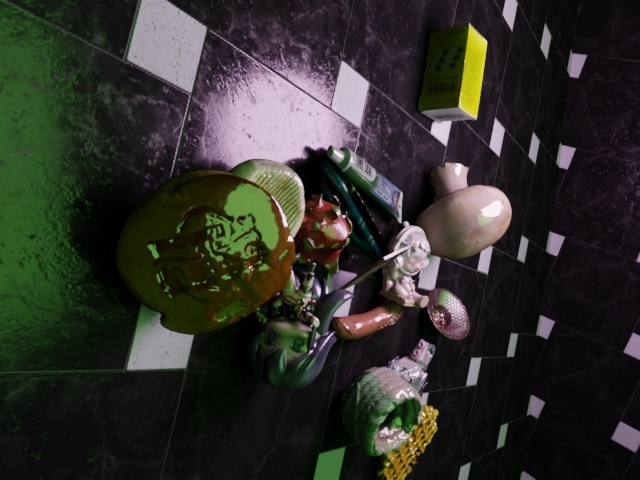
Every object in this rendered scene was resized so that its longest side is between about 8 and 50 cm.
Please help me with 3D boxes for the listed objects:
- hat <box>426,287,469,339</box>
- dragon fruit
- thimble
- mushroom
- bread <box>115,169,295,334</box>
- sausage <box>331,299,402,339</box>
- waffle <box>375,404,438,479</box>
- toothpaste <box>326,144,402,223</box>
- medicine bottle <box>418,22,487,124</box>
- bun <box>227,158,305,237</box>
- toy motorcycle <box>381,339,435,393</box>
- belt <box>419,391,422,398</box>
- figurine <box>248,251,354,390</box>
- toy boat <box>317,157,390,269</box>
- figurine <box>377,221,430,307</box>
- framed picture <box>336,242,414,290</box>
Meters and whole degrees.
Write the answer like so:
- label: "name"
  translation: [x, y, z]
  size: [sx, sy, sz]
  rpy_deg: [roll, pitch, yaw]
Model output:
- label: "hat"
  translation: [0.418, 0.266, 1.621]
  size: [0.193, 0.082, 0.193]
  rpy_deg: [19, 51, -26]
- label: "dragon fruit"
  translation: [0.002, 0.002, 1.024]
  size: [0.236, 0.135, 0.137]
  rpy_deg: [84, 12, -46]
- label: "thimble"
  translation: [0.165, 0.456, 1.261]
  size: [0.219, 0.150, 0.219]
  rpy_deg: [-17, 121, -31]
- label: "mushroom"
  translation: [0.417, -0.091, 1.446]
  size: [0.297, 0.297, 0.290]
  rpy_deg: [2, 60, -50]
- label: "bread"
  translation: [-0.181, 0.015, 0.748]
  size: [0.269, 0.148, 0.270]
  rpy_deg: [-9, 114, -20]
- label: "sausage"
  translation: [0.133, 0.218, 1.272]
  size: [0.304, 0.078, 0.078]
  rpy_deg: [-9, 104, -48]
- label: "waffle"
  translation: [0.280, 0.665, 1.521]
  size: [0.309, 0.065, 0.283]
  rpy_deg: [6, 101, -46]
- label: "toothpaste"
  translation: [0.129, -0.148, 1.204]
  size: [0.392, 0.061, 0.099]
  rpy_deg: [26, 64, -51]
- label: "medicine bottle"
  translation: [0.394, -0.490, 1.394]
  size: [0.141, 0.137, 0.250]
  rpy_deg: [6, 92, -50]
- label: "bun"
  translation: [-0.118, -0.069, 0.894]
  size: [0.183, 0.102, 0.183]
  rpy_deg: [-12, 114, -29]
- label: "toy motorcycle"
  translation: [0.255, 0.403, 1.423]
  size: [0.204, 0.108, 0.239]
  rpy_deg: [38, 68, -46]
- label: "belt"
  translation: [0.314, 0.540, 1.577]
  size: [0.083, 0.036, 0.059]
  rpy_deg: [-54, 132, -28]
- label: "figurine"
  translation: [-0.052, 0.174, 0.973]
  size: [0.197, 0.175, 0.265]
  rpy_deg: [37, 77, -52]
- label: "toy boat"
  translation: [0.057, -0.055, 1.107]
  size: [0.092, 0.134, 0.299]
  rpy_deg: [-36, 126, -1]
- label: "figurine"
  translation: [0.250, 0.066, 1.327]
  size: [0.162, 0.141, 0.237]
  rpy_deg: [16, 85, -45]
- label: "framed picture"
  translation: [0.132, 0.073, 1.168]
  size: [0.136, 0.201, 0.010]
  rpy_deg: [-22, 76, -46]
